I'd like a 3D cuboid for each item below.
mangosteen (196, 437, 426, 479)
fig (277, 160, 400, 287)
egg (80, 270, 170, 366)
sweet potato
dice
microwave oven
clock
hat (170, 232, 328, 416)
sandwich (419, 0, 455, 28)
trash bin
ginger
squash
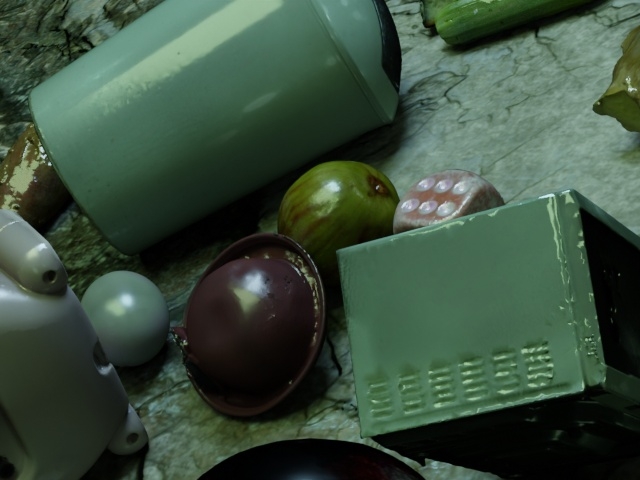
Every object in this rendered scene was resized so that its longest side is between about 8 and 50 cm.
[{"bbox_3d":[0.017,0.315,1.253,0.347,0.307,0.307,21,54,17],"label":"mangosteen"},{"bbox_3d":[0.007,0.003,1.790,0.186,0.148,0.142,-63,29,17],"label":"fig"},{"bbox_3d":[-0.226,0.089,1.867,0.103,0.103,0.135,-31,31,-2],"label":"egg"},{"bbox_3d":[-0.394,-0.062,2.194,0.109,0.109,0.385,2,51,39],"label":"sweet potato"},{"bbox_3d":[0.140,-0.015,1.735,0.093,0.091,0.094,6,49,42],"label":"dice"},{"bbox_3d":[0.179,0.097,1.357,0.238,0.295,0.181,-16,71,24],"label":"microwave oven"},{"bbox_3d":[-0.381,0.172,1.686,0.326,0.342,0.184,-31,28,-16],"label":"clock"},{"bbox_3d":[-0.082,0.086,1.713,0.205,0.089,0.205,-10,73,36],"label":"hat"},{"bbox_3d":[0.229,-0.377,2.108,0.236,0.122,0.128,-15,34,17],"label":"sandwich"},{"bbox_3d":[-0.112,-0.190,1.995,0.432,0.280,0.280,-30,34,6],"label":"trash bin"},{"bbox_3d":[0.393,-0.185,1.734,0.219,0.123,0.270,-31,34,4],"label":"ginger"},{"bbox_3d":[0.254,-0.301,2.044,0.229,0.066,0.066,-18,36,20],"label":"squash"}]
